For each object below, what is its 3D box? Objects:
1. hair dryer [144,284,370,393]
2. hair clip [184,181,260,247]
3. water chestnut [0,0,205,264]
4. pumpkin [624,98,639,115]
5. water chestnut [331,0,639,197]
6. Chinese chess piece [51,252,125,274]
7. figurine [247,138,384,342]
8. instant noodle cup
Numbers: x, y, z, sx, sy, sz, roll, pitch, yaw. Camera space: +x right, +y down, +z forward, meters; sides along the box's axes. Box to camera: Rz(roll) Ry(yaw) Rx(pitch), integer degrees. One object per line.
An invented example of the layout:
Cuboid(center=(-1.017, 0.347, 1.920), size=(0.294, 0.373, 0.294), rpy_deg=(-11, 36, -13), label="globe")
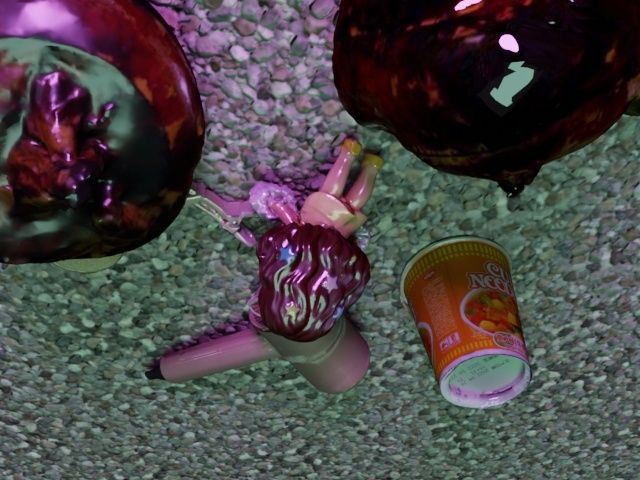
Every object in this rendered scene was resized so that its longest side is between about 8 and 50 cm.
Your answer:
Cuboid(center=(-0.114, 0.168, 0.980), size=(0.345, 0.106, 0.189), rpy_deg=(-18, 133, 23), label="hair dryer")
Cuboid(center=(-0.163, -0.061, 0.796), size=(0.226, 0.034, 0.072), rpy_deg=(25, 122, -22), label="hair clip")
Cuboid(center=(-0.242, -0.096, 0.601), size=(0.300, 0.300, 0.299), rpy_deg=(-2, 132, -2), label="water chestnut")
Cuboid(center=(0.363, -0.225, 0.618), size=(0.170, 0.148, 0.312), rpy_deg=(-4, 128, -7), label="pumpkin")
Cuboid(center=(0.154, -0.176, 0.582), size=(0.289, 0.288, 0.244), rpy_deg=(-5, 164, 0), label="water chestnut")
Cuboid(center=(-0.295, -0.016, 0.816), size=(0.122, 0.051, 0.122), rpy_deg=(-2, 130, -2), label="Chinese chess piece")
Cuboid(center=(0.000, 0.002, 0.777), size=(0.175, 0.239, 0.116), rpy_deg=(26, 167, -28), label="figurine")
Cuboid(center=(0.197, 0.115, 0.879), size=(0.169, 0.185, 0.168), rpy_deg=(-2, 132, -2), label="instant noodle cup")
